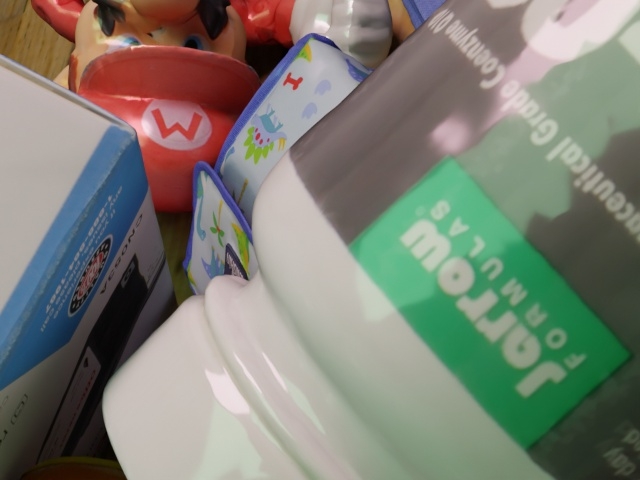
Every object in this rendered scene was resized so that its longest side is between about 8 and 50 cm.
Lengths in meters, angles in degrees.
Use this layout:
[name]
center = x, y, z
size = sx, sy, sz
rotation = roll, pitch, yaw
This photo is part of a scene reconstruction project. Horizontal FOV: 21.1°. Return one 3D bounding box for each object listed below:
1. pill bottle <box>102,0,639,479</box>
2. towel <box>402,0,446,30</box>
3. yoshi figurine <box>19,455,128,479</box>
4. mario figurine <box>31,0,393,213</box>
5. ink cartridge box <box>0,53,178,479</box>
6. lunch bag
[pill bottle]
center = 0.106, -0.006, 0.633
size = 0.361, 0.204, 0.204
rotation = -44, 41, 8
[towel]
center = 0.173, -0.221, 0.866
size = 0.336, 0.040, 0.243
rotation = -36, 41, 13
[yoshi figurine]
center = -0.106, 0.276, 0.636
size = 0.203, 0.203, 0.362
rotation = -31, 46, 32
[mario figurine]
center = -0.079, -0.157, 0.938
size = 0.198, 0.170, 0.320
rotation = -25, 45, 24
[ink cartridge box]
center = -0.173, 0.063, 0.754
size = 0.129, 0.307, 0.223
rotation = 26, 76, 5
[lunch bag]
center = 0.000, 0.000, 0.813
size = 0.151, 0.096, 0.129
rotation = -53, 41, 19
